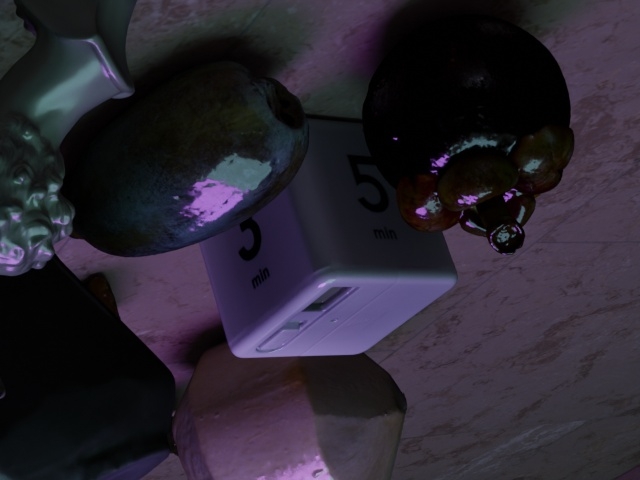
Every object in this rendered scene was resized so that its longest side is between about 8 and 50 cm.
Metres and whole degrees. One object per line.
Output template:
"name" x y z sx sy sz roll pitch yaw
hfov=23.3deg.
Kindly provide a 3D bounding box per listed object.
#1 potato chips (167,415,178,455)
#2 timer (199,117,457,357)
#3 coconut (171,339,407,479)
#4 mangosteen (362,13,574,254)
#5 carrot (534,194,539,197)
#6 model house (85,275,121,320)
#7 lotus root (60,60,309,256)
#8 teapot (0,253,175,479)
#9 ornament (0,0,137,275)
"potato chips" -0.220 0.278 2.230 0.091 0.028 0.207 12 -174 -12
"timer" 0.000 0.000 1.662 0.194 0.195 0.192 3 150 -39
"coconut" -0.032 0.249 2.084 0.323 0.323 0.323 -15 157 -7
"mangosteen" 0.148 -0.092 1.495 0.211 0.250 0.211 -11 152 -6
"carrot" 0.178 -0.055 1.716 0.066 0.066 0.314 -31 175 28
"model house" -0.302 0.173 1.852 0.229 0.219 0.199 -58 158 -22
"lotus root" -0.151 -0.056 1.498 0.322 0.140 0.158 -30 155 32
"teapot" -0.323 0.088 1.377 0.305 0.362 0.376 -29 171 -12
"ornament" -0.213 -0.106 1.183 0.120 0.285 0.130 22 180 19
